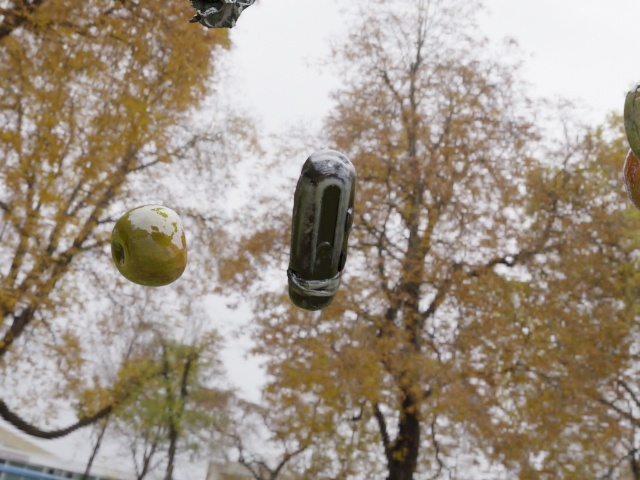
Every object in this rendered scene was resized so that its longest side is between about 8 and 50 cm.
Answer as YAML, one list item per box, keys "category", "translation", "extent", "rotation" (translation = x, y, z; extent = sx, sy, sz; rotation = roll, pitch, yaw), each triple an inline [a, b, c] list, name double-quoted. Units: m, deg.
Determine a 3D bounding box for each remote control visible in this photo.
- category: "remote control"
  translation: [0.000, 0.000, 1.137]
  extent: [0.090, 0.066, 0.265]
  rotation: [4, -61, -5]

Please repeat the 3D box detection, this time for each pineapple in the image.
- category: "pineapple"
  translation: [-0.178, -0.396, 1.092]
  extent: [0.119, 0.111, 0.237]
  rotation: [-34, -48, 6]

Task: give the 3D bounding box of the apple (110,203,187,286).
- category: "apple"
  translation: [-0.179, 0.007, 0.829]
  extent: [0.074, 0.089, 0.089]
  rotation: [-14, -10, -34]

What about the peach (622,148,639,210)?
- category: "peach"
  translation: [0.686, -0.132, 1.456]
  extent: [0.231, 0.231, 0.231]
  rotation: [9, -26, 4]

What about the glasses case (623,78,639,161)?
- category: "glasses case"
  translation: [0.661, -0.175, 1.239]
  extent: [0.425, 0.156, 0.098]
  rotation: [1, -13, -22]
